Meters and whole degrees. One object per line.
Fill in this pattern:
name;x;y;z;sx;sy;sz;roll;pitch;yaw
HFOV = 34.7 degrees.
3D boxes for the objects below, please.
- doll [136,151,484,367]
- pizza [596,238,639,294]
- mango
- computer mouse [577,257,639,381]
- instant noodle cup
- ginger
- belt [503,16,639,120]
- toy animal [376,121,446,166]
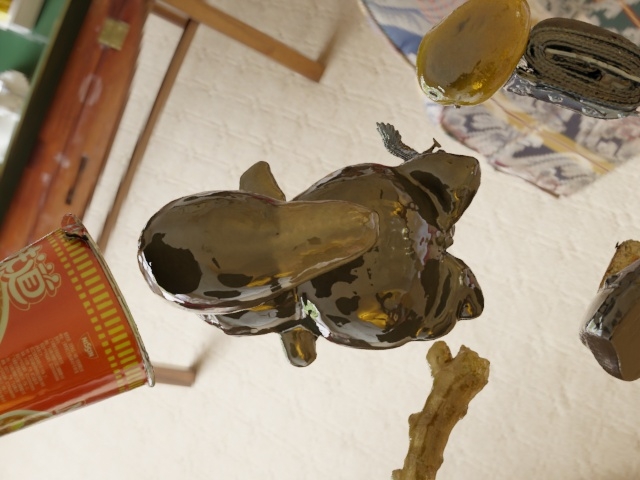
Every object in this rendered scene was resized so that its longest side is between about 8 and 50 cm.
doll;0.006;0.035;1.147;0.383;0.378;0.252;-10;100;7
pizza;0.442;0.088;1.534;0.063;0.161;0.182;24;103;28
mango;0.216;-0.274;1.450;0.137;0.098;0.195;46;119;22
computer mouse;0.386;0.091;1.294;0.137;0.269;0.086;-46;59;-5
instant noodle cup;-0.289;0.098;0.951;0.212;0.193;0.193;-25;51;-18
ginger;0.197;0.314;1.719;0.118;0.065;0.298;11;73;32
belt;0.400;-0.260;1.587;0.218;0.128;0.122;19;85;0
toy animal;0.175;-0.138;1.834;0.108;0.220;0.062;-27;32;8
